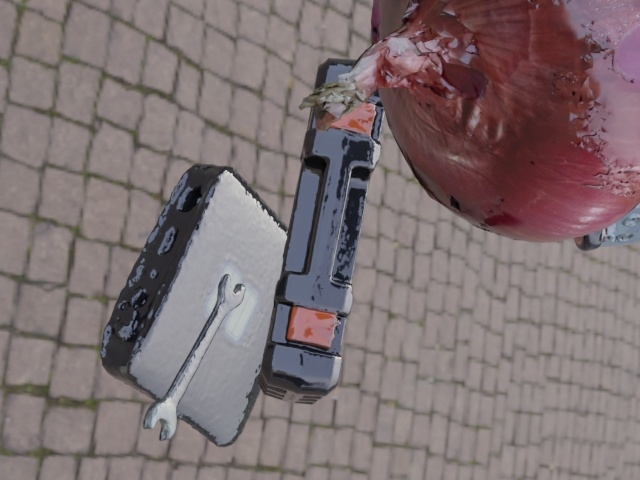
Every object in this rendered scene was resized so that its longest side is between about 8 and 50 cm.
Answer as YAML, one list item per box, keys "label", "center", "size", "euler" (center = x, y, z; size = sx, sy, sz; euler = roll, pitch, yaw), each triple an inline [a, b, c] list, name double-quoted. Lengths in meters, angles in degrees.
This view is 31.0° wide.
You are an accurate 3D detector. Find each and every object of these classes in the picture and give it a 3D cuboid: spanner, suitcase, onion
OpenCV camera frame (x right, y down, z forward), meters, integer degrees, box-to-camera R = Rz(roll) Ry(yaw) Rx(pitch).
- label: "spanner"
  center: [-0.153, 0.140, 1.432]
  size: [0.054, 0.015, 0.254]
  euler: [60, 41, -35]
- label: "suitcase"
  center: [0.001, 0.000, 1.025]
  size: [0.206, 0.066, 0.285]
  euler: [112, -11, -79]
- label: "onion"
  center: [0.049, -0.064, 0.418]
  size: [0.140, 0.150, 0.150]
  euler: [-16, 106, -22]

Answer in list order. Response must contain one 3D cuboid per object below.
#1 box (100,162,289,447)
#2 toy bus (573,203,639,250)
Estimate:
- label: "box"
  center: [-0.156, 0.100, 1.729]
  size: [0.350, 0.091, 0.359]
  euler: [48, 62, -53]
- label: "toy bus"
  center: [0.394, -0.131, 1.433]
  size: [0.287, 0.194, 0.232]
  euler: [88, -12, -61]
